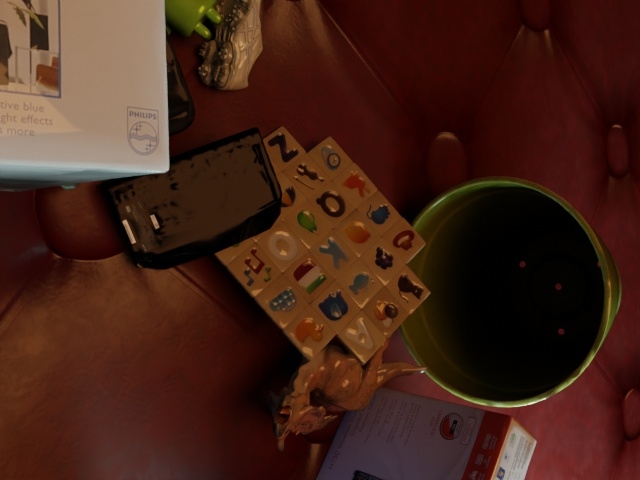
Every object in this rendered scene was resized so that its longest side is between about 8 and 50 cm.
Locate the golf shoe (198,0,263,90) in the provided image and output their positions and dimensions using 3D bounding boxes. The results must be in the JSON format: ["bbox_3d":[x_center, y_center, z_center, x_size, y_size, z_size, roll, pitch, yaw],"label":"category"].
[{"bbox_3d":[-0.111,-0.295,0.938,0.086,0.069,0.176,-1,115,-59],"label":"golf shoe"}]

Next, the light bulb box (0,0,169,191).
[{"bbox_3d":[-0.316,-0.229,0.577,0.225,0.358,0.361,-2,93,-43],"label":"light bulb box"}]

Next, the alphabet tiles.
[{"bbox_3d":[0.000,0.000,0.984,0.342,0.011,0.285,48,57,0],"label":"alphabet tiles"}]

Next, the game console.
[{"bbox_3d":[-0.193,-0.153,0.856,0.213,0.044,0.361,-23,102,-18],"label":"game console"}]

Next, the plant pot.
[{"bbox_3d":[0.375,0.088,1.215,0.353,0.366,0.366,4,87,-53],"label":"plant pot"}]

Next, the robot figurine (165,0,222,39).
[{"bbox_3d":[-0.182,-0.312,0.873,0.115,0.067,0.101,38,98,-12],"label":"robot figurine"}]

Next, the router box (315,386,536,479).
[{"bbox_3d":[0.118,0.398,0.990,0.082,0.301,0.335,42,63,-33],"label":"router box"}]

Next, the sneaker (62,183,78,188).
[{"bbox_3d":[-0.286,-0.143,0.779,0.076,0.065,0.166,-4,96,-2],"label":"sneaker"}]

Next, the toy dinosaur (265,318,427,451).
[{"bbox_3d":[0.024,0.217,1.021,0.296,0.127,0.200,18,79,-39],"label":"toy dinosaur"}]
